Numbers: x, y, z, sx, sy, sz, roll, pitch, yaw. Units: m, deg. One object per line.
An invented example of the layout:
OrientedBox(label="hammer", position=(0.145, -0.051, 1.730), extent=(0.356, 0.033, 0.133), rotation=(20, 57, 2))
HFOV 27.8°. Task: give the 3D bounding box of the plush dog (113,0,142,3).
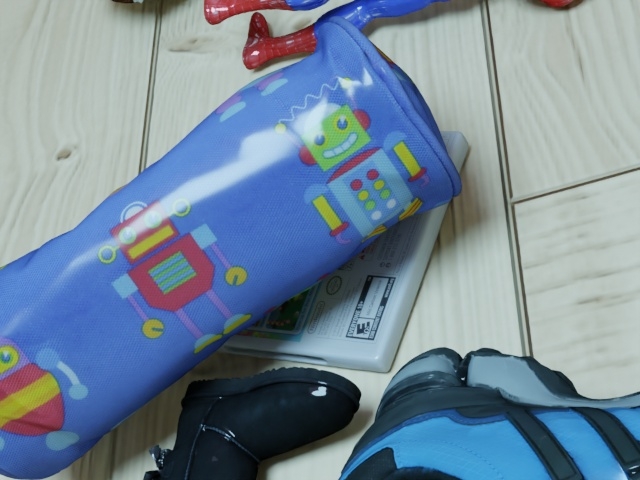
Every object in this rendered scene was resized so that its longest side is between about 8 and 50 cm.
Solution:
OrientedBox(label="plush dog", position=(-0.075, -0.318, 0.963), extent=(0.262, 0.211, 0.225), rotation=(-13, 26, 21))

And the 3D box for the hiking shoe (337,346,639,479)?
OrientedBox(label="hiking shoe", position=(0.134, 0.113, 0.508), extent=(0.304, 0.113, 0.132), rotation=(-9, 24, 38))

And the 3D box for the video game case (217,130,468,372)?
OrientedBox(label="video game case", position=(0.000, 0.000, 0.763), extent=(0.143, 0.019, 0.157), rotation=(3, 58, 32))

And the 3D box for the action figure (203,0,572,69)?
OrientedBox(label="action figure", position=(0.070, -0.203, 0.832), extent=(0.280, 0.091, 0.139), rotation=(-5, 62, 27))

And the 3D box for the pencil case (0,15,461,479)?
OrientedBox(label="pencil case", position=(-0.073, 0.007, 0.706), extent=(0.306, 0.119, 0.133), rotation=(-34, 1, 4))

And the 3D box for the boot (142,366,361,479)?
OrientedBox(label="boot", position=(-0.040, 0.120, 0.672), extent=(0.121, 0.045, 0.099), rotation=(-9, 48, 33))
